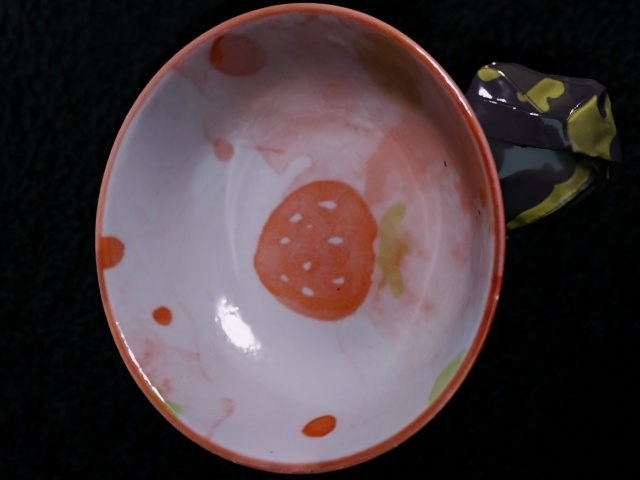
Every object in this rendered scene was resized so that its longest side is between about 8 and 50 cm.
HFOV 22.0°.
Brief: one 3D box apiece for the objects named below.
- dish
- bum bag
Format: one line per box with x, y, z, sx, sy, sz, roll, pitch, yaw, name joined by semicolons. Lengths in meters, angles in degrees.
0.000;0.000;0.943;0.260;0.085;0.260;-1;88;29;dish
0.079;-0.018;0.987;0.107;0.060;0.232;45;109;-7;bum bag
